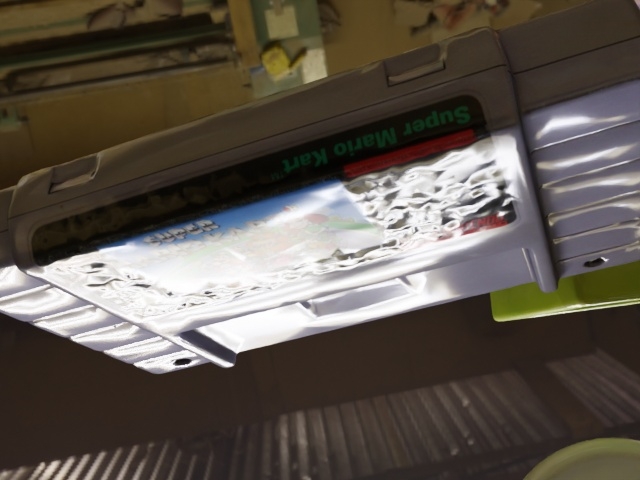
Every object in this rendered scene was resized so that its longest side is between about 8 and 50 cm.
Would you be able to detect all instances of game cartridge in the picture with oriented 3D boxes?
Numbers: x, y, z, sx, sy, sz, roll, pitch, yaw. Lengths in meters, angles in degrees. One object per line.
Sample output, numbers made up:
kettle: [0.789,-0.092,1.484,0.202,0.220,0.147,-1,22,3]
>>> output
game cartridge: [0.000,0.000,0.436,0.355,0.068,0.230,-15,158,15]

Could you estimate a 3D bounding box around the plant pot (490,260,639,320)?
plant pot: [0.306,-0.034,0.814,0.227,0.207,0.228,-7,170,-10]

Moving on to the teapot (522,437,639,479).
teapot: [0.315,0.327,0.793,0.256,0.252,0.187,18,167,26]
